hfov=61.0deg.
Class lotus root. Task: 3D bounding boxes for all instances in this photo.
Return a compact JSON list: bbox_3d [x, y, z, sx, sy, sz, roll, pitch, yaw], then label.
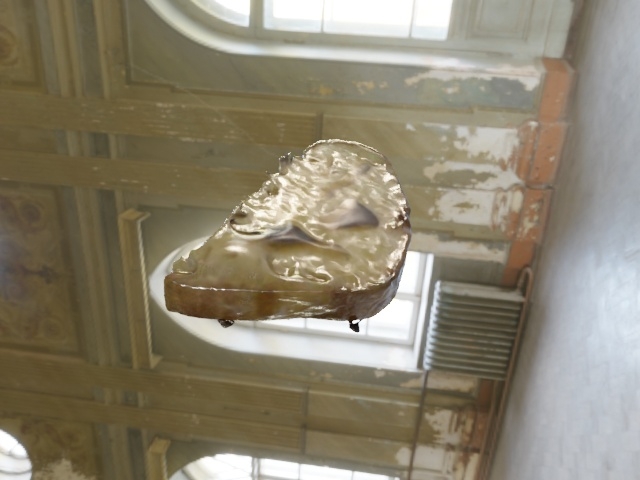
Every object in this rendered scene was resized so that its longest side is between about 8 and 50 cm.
[{"bbox_3d":[0.000,0.000,0.509,0.261,0.170,0.074,-55,-13,-44],"label":"lotus root"}]
